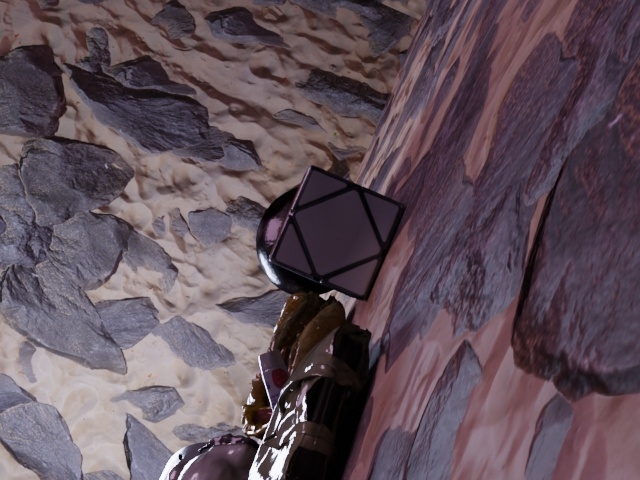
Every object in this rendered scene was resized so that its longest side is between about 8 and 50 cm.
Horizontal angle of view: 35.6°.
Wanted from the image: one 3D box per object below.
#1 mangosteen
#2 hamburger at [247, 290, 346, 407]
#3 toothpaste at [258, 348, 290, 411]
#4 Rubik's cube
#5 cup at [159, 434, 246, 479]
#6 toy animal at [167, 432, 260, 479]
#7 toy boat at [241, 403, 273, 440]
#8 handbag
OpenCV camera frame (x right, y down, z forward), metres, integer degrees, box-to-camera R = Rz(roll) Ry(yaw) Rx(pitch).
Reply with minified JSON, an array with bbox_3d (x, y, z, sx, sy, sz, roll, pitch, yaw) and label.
[{"bbox_3d":[0.000,0.000,2.338,0.302,0.275,0.275,-4,56,46],"label":"mangosteen"},{"bbox_3d":[-0.047,0.238,2.038,0.259,0.144,0.283,108,180,-72],"label":"hamburger"},{"bbox_3d":[-0.057,0.279,1.650,0.067,0.195,0.043,-27,-15,31],"label":"toothpaste"},{"bbox_3d":[0.027,-0.012,1.970,0.205,0.204,0.207,155,140,-85],"label":"Rubik's cube"},{"bbox_3d":[-0.233,0.567,2.028,0.323,0.236,0.327,-59,4,21],"label":"cup"},{"bbox_3d":[-0.188,0.540,1.771,0.257,0.194,0.357,-18,41,34],"label":"toy animal"},{"bbox_3d":[-0.063,0.315,1.798,0.141,0.099,0.318,-19,-8,-28],"label":"toy boat"},{"bbox_3d":[-0.019,0.279,1.482,0.253,0.109,0.316,-54,12,57],"label":"handbag"}]
